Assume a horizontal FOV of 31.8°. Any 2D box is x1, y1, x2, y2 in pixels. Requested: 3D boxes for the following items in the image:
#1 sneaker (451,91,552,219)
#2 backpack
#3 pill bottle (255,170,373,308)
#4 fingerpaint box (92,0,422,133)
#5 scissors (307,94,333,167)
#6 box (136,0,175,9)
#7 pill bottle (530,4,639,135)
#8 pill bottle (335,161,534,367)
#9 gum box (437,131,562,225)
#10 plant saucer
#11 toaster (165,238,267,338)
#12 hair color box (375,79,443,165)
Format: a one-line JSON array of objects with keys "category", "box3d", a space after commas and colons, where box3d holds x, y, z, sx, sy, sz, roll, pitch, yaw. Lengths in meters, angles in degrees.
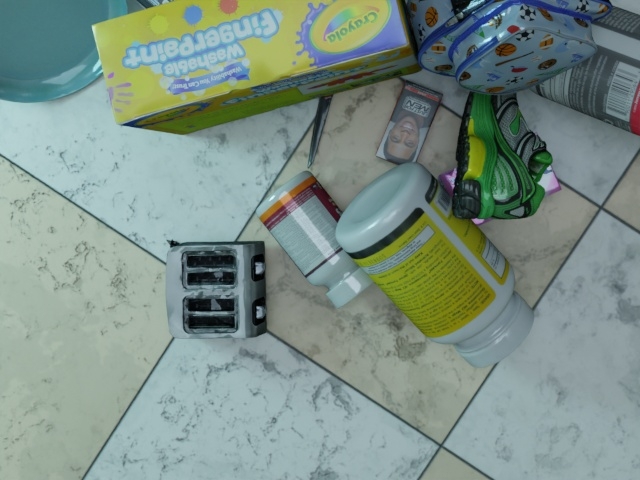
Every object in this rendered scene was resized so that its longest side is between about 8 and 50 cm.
[{"category": "sneaker", "box3d": [0.295, -0.149, 1.818, 0.146, 0.343, 0.134, 10, 136, 0]}, {"category": "backpack", "box3d": [0.269, -0.333, 1.676, 0.276, 0.263, 0.213, 10, 70, -38]}, {"category": "pill bottle", "box3d": [0.000, 0.000, 1.919, 0.121, 0.121, 0.221, -39, 89, 5]}, {"category": "fingerpaint box", "box3d": [-0.080, -0.304, 1.775, 0.444, 0.371, 0.163, -14, 91, 9]}, {"category": "scissors", "box3d": [0.008, -0.279, 1.961, 0.109, 0.021, 0.297, 29, 95, 1]}, {"category": "box", "box3d": [-0.285, -0.590, 1.931, 0.395, 0.097, 0.318, 40, 96, 2]}, {"category": "pill bottle", "box3d": [0.438, -0.294, 1.808, 0.318, 0.176, 0.176, 28, 95, 28]}, {"category": "pill bottle", "box3d": [0.195, 0.048, 1.848, 0.188, 0.188, 0.334, -42, 107, 5]}, {"category": "gum box", "box3d": [0.301, -0.097, 1.921, 0.188, 0.062, 0.107, -24, 90, 5]}, {"category": "plant saucer", "box3d": [-0.484, -0.374, 1.891, 0.317, 0.317, 0.044, -32, 46, 5]}, {"category": "toaster", "box3d": [-0.184, 0.082, 1.942, 0.185, 0.110, 0.168, 0, 91, 5]}, {"category": "hair color box", "box3d": [0.153, -0.198, 1.938, 0.072, 0.043, 0.141, 21, 94, 2]}]
